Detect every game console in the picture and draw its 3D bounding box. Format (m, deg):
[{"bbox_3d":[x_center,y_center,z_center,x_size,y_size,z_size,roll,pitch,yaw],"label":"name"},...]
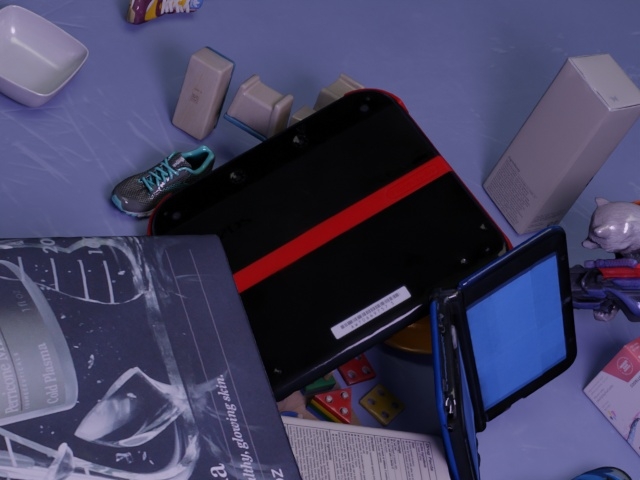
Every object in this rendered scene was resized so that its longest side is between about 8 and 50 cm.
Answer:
[{"bbox_3d":[0.000,0.000,1.776,0.386,0.060,0.342,-30,59,-5],"label":"game console"},{"bbox_3d":[0.233,0.171,1.709,0.173,0.293,0.250,-8,48,8],"label":"game console"}]

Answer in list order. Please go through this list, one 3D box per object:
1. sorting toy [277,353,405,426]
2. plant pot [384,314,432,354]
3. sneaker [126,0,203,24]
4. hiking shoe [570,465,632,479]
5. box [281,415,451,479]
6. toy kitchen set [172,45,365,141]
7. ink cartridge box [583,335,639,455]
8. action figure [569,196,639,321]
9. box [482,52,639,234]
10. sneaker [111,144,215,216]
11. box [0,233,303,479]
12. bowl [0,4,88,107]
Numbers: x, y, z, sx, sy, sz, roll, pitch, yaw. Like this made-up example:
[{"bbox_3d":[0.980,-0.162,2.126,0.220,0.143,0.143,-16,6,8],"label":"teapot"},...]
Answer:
[{"bbox_3d":[-0.011,0.196,1.759,0.274,0.046,0.132,-9,56,-35],"label":"sorting toy"},{"bbox_3d":[0.143,0.018,1.911,0.205,0.205,0.188,20,30,-12],"label":"plant pot"},{"bbox_3d":[-0.223,-0.372,2.138,0.083,0.070,0.185,28,44,5],"label":"sneaker"},{"bbox_3d":[0.308,0.351,1.731,0.304,0.132,0.113,-24,66,-41],"label":"hiking shoe"},{"bbox_3d":[0.024,0.303,1.624,0.232,0.127,0.149,11,47,-21],"label":"box"},{"bbox_3d":[-0.072,-0.193,2.008,0.207,0.122,0.166,32,39,12],"label":"toy kitchen set"},{"bbox_3d":[0.469,0.238,1.933,0.067,0.115,0.198,-24,65,-41],"label":"ink cartridge box"},{"bbox_3d":[0.456,0.045,1.982,0.330,0.341,0.179,40,66,-38],"label":"action figure"},{"bbox_3d":[0.358,-0.141,2.097,0.094,0.275,0.113,-12,58,-37],"label":"box"},{"bbox_3d":[-0.206,-0.087,1.884,0.166,0.076,0.065,-26,66,-41],"label":"sneaker"},{"bbox_3d":[-0.289,0.263,1.375,0.471,0.297,0.480,-2,53,-28],"label":"box"},{"bbox_3d":[-0.406,-0.244,1.934,0.142,0.053,0.142,32,43,0],"label":"bowl"}]
